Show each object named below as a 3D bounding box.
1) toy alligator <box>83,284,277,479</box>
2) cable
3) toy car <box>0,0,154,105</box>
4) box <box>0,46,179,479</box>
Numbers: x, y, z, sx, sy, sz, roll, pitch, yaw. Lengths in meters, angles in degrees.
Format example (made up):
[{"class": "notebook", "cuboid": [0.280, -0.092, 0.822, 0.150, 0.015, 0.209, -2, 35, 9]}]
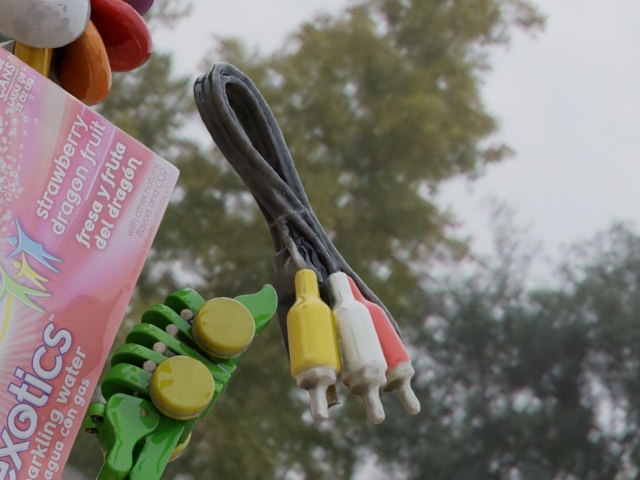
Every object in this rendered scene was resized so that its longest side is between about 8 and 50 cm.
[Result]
[{"class": "toy alligator", "cuboid": [-0.081, 0.076, 0.738, 0.051, 0.189, 0.056, 32, -39, 3]}, {"class": "cable", "cuboid": [0.000, 0.000, 1.158, 0.072, 0.287, 0.139, -28, -21, 36]}, {"class": "toy car", "cuboid": [-0.199, -0.188, 1.301, 0.136, 0.182, 0.159, 3, -28, -15]}, {"class": "box", "cuboid": [-0.209, 0.066, 0.789, 0.154, 0.300, 0.142, -5, -32, 48]}]
